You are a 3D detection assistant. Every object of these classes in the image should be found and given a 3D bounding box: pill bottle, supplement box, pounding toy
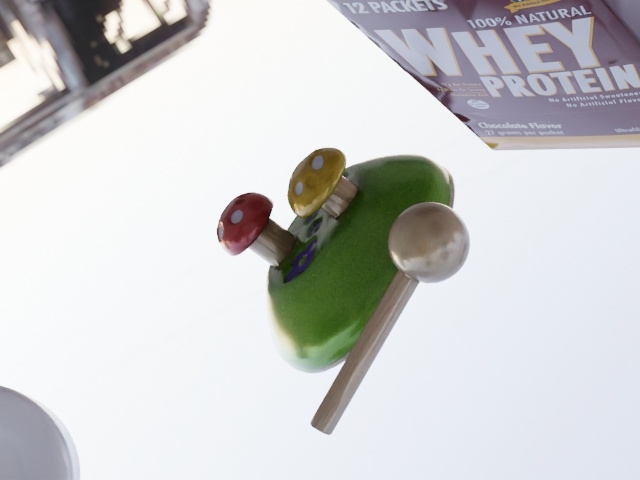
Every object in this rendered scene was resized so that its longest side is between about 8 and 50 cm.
[{"bbox_3d":[-0.204,0.147,0.907,0.112,0.112,0.187,-34,177,-11],"label":"pill bottle"},{"bbox_3d":[0.112,-0.168,0.702,0.129,0.194,0.191,1,-110,36],"label":"supplement box"},{"bbox_3d":[0.000,0.000,1.033,0.183,0.110,0.237,-51,-162,10],"label":"pounding toy"}]
